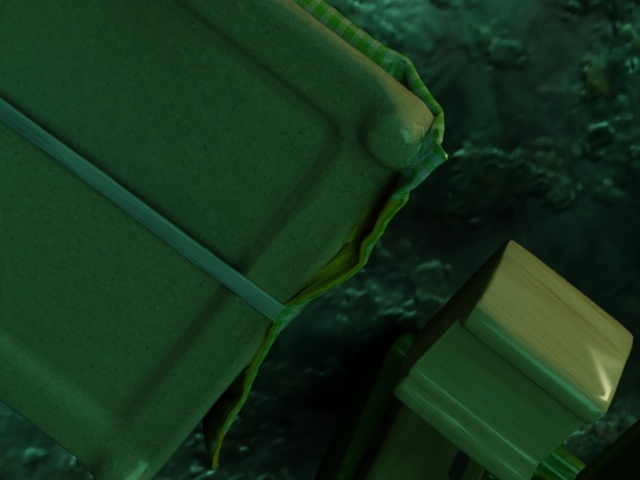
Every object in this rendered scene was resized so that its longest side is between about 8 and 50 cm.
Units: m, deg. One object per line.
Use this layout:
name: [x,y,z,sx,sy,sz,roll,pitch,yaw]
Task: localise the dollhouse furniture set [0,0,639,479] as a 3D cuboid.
dollhouse furniture set: [0.000,0.000,0.504,0.301,0.151,0.197,38,124,-2]
